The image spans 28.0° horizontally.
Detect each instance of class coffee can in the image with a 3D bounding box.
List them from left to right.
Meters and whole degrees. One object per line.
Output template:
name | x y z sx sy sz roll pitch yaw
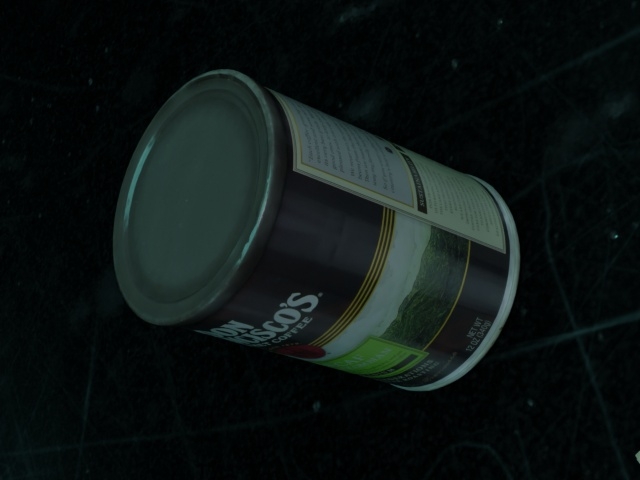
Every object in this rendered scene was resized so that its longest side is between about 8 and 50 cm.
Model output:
coffee can | 0.000 0.000 1.053 0.201 0.275 0.202 -23 58 43

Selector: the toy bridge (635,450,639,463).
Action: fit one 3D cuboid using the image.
toy bridge | 0.284 0.089 0.879 0.188 0.026 0.063 -52 41 21
